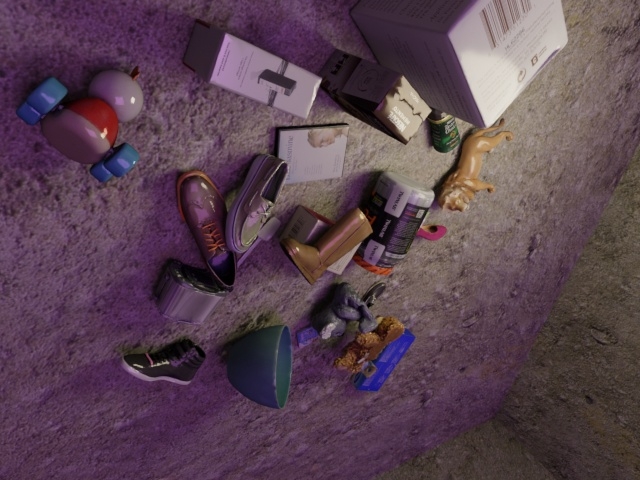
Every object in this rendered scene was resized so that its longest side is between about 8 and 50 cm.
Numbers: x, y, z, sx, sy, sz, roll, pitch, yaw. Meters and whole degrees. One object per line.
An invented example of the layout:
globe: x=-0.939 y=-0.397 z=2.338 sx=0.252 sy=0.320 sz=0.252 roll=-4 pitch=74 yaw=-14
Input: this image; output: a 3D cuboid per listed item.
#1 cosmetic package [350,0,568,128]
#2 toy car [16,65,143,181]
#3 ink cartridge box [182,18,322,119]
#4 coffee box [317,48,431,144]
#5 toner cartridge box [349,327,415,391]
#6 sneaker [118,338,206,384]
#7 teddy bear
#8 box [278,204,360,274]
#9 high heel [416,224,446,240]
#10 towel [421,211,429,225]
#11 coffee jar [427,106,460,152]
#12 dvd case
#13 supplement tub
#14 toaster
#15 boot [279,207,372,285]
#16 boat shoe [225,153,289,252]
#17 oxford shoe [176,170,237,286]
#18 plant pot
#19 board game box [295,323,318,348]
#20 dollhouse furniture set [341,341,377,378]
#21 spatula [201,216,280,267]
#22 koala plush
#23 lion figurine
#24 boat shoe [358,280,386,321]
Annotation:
cosmetic package: x=0.365 y=-0.576 z=1.215 sx=0.329 sy=0.394 sz=0.327 roll=-47 pitch=134 yaw=2
toy car: x=-0.477 y=-0.291 z=1.000 sx=0.219 sy=0.210 sz=0.238 roll=46 pitch=61 yaw=-32
ink cartridge box: x=-0.162 y=-0.409 z=1.095 sx=0.272 sy=0.197 sz=0.114 roll=11 pitch=113 yaw=-40
coffee box: x=0.137 y=-0.398 z=1.245 sx=0.168 sy=0.297 sz=0.119 roll=30 pitch=100 yaw=-44
toner cartridge box: x=0.302 y=0.574 z=2.201 sx=0.165 sy=0.075 sz=0.348 roll=22 pitch=106 yaw=-42
sneaker: x=-0.500 y=0.377 z=1.479 sx=0.147 sy=0.104 sz=0.295 roll=-52 pitch=141 yaw=4
teddy bear: x=0.186 y=0.425 z=1.872 sx=0.245 sy=0.113 sz=0.338 roll=15 pitch=120 yaw=-45
box: x=0.000 y=0.000 z=1.547 sx=0.232 sy=0.127 sz=0.149 roll=24 pitch=102 yaw=-43
high heel: x=0.427 y=-0.061 z=1.852 sx=0.243 sy=0.082 sz=0.117 roll=-9 pitch=122 yaw=-22
towel: x=0.337 y=-0.074 z=1.765 sx=0.152 sy=0.113 sz=0.023 roll=-56 pitch=177 yaw=9
coffee jar: x=0.436 y=-0.408 z=1.606 sx=0.096 sy=0.079 sz=0.184 roll=-37 pitch=134 yaw=-8
dvd case: x=-0.028 y=-0.270 z=1.412 sx=0.252 sy=0.022 sz=0.181 roll=-12 pitch=126 yaw=-29
supplement tub: x=0.247 y=-0.060 z=1.625 sx=0.207 sy=0.207 sz=0.338 roll=6 pitch=115 yaw=-38
toaster: x=-0.394 y=0.166 z=1.386 sx=0.226 sy=0.129 sz=0.147 roll=23 pitch=109 yaw=-45
boot: x=0.020 y=-0.011 z=1.412 sx=0.269 sy=0.089 sz=0.236 roll=-41 pitch=144 yaw=-7
boat shoe: x=-0.181 y=-0.107 z=1.290 sx=0.109 sy=0.094 sz=0.303 roll=28 pitch=78 yaw=-52
oxford shoe: x=-0.306 y=-0.027 z=1.300 sx=0.129 sy=0.133 sz=0.364 roll=-25 pitch=127 yaw=-15
plant pot: x=-0.223 y=0.449 z=1.632 sx=0.195 sy=0.290 sz=0.291 roll=0 pitch=128 yaw=7
board game box: x=-0.055 y=0.390 z=1.856 sx=0.089 sy=0.020 sz=0.090 roll=-22 pitch=131 yaw=-20
dollhouse furniture set: x=0.220 y=0.501 z=2.053 sx=0.183 sy=0.129 sz=0.129 roll=-44 pitch=135 yaw=-1
spatula: x=-0.251 y=-0.003 z=1.442 sx=0.242 sy=0.019 sz=0.168 roll=-50 pitch=136 yaw=4
koala plush: x=0.066 y=0.295 z=1.769 sx=0.221 sy=0.196 sz=0.203 roll=-34 pitch=106 yaw=-7
lion figurine: x=0.594 y=-0.296 z=1.781 sx=0.239 sy=0.142 sz=0.393 roll=2 pitch=105 yaw=-28
boat shoe: x=0.215 y=0.262 z=1.927 sx=0.206 sy=0.065 sz=0.075 roll=-46 pitch=135 yaw=0
